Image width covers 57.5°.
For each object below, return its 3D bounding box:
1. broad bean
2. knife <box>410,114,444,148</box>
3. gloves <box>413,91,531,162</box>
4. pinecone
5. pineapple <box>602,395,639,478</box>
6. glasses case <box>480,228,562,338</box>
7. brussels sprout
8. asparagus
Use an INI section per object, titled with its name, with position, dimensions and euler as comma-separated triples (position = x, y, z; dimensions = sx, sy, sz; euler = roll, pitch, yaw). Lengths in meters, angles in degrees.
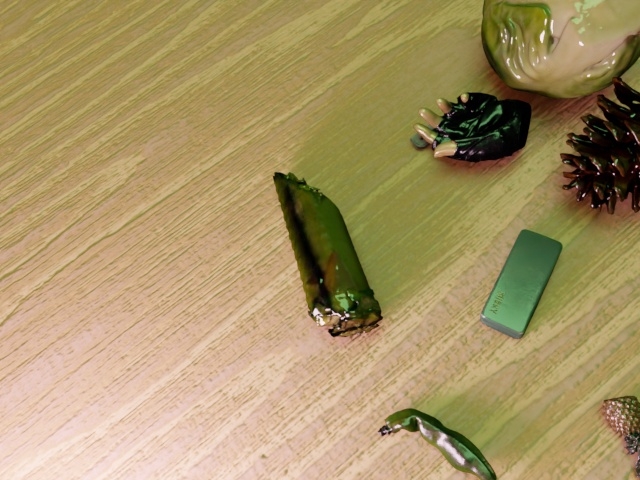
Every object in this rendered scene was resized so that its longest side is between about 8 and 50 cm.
[broad bean]
position = 0.189, 0.317, 0.921
dimensions = 0.195, 0.046, 0.061
euler = 18, 82, 24
[knife]
position = 0.257, -0.234, 1.179
dimensions = 0.162, 0.023, 0.044
euler = -33, 71, -5
[gloves]
position = 0.282, -0.216, 1.113
dimensions = 0.203, 0.124, 0.164
euler = 8, 56, 28
[pinecone]
position = 0.548, -0.161, 0.987
dimensions = 0.292, 0.246, 0.246
euler = -35, 62, 16
[pineapple]
position = 0.468, 0.297, 0.872
dimensions = 0.058, 0.058, 0.124
euler = -12, 68, 6
[glasses case]
position = 0.347, 0.073, 1.007
dimensions = 0.078, 0.039, 0.184
euler = 24, 72, 21
[brussels sprout]
position = 0.450, -0.406, 1.055
dimensions = 0.281, 0.354, 0.289
euler = 1, 104, -2
[asparagus]
position = 0.000, 0.000, 1.072
dimensions = 0.108, 0.128, 0.382
euler = -1, 57, -30
